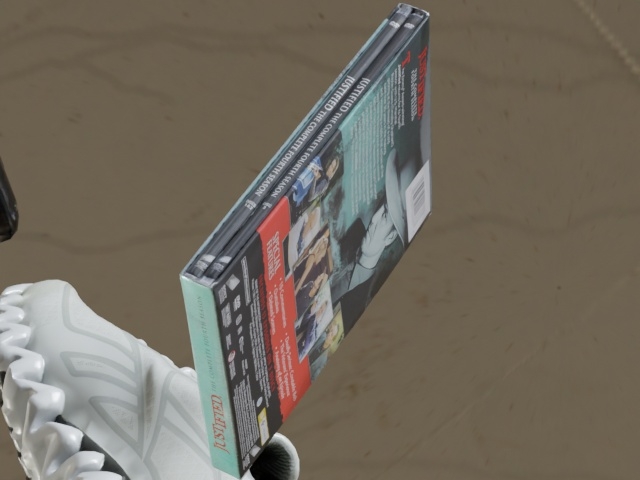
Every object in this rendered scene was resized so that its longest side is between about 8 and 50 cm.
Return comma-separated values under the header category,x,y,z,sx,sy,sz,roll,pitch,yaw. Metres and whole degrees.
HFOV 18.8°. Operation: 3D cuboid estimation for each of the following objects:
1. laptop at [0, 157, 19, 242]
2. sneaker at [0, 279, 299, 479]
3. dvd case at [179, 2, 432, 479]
category,x,y,z,sx,sy,sz,roll,pitch,yaw
laptop,-0.352,-0.142,0.946,0.236,0.408,0.382,-22,-82,-18
sneaker,-0.080,0.101,0.895,0.118,0.292,0.110,-21,-57,-11
dvd case,0.000,0.000,0.558,0.013,0.087,0.119,22,-126,22
